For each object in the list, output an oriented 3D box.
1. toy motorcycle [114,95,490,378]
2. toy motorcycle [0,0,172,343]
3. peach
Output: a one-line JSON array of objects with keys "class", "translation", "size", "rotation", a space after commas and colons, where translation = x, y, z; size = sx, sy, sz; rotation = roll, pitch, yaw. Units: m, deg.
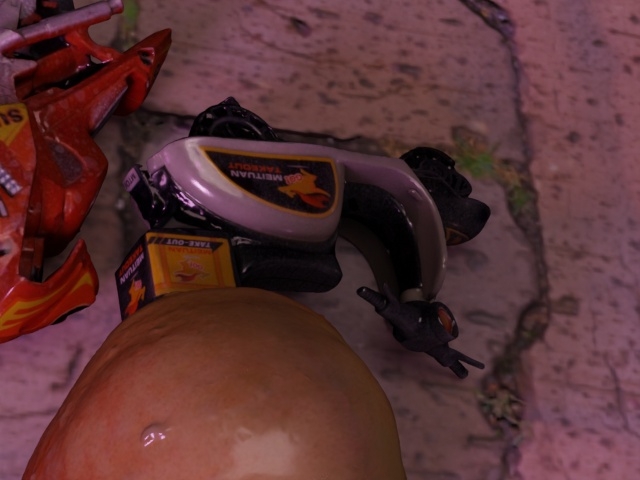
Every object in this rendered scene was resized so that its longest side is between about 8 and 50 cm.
[{"class": "toy motorcycle", "translation": [0.000, 0.000, 0.980], "size": [0.263, 0.091, 0.157], "rotation": [5, 59, -29]}, {"class": "toy motorcycle", "translation": [-0.195, -0.045, 0.949], "size": [0.171, 0.089, 0.298], "rotation": [22, 56, -7]}, {"class": "peach", "translation": [-0.067, 0.131, 0.824], "size": [0.232, 0.232, 0.232], "rotation": [8, 59, -14]}]
